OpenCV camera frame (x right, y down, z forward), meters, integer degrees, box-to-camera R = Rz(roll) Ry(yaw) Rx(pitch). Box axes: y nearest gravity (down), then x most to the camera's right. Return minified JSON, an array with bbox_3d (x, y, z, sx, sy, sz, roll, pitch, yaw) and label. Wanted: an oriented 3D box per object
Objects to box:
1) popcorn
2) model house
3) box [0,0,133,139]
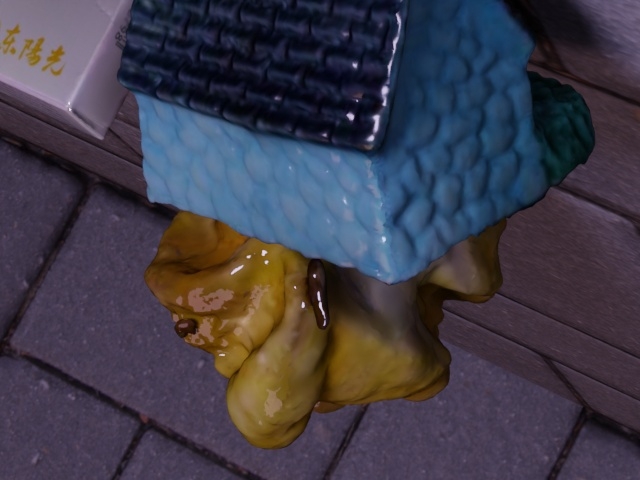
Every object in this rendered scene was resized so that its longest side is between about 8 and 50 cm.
[{"bbox_3d":[0.000,0.000,1.552,0.315,0.297,0.281,-17,-178,-36],"label":"popcorn"},{"bbox_3d":[0.009,-0.144,1.185,0.261,0.226,0.241,17,130,41],"label":"model house"},{"bbox_3d":[-0.250,-0.227,1.360,0.343,0.200,0.065,24,174,26],"label":"box"}]
